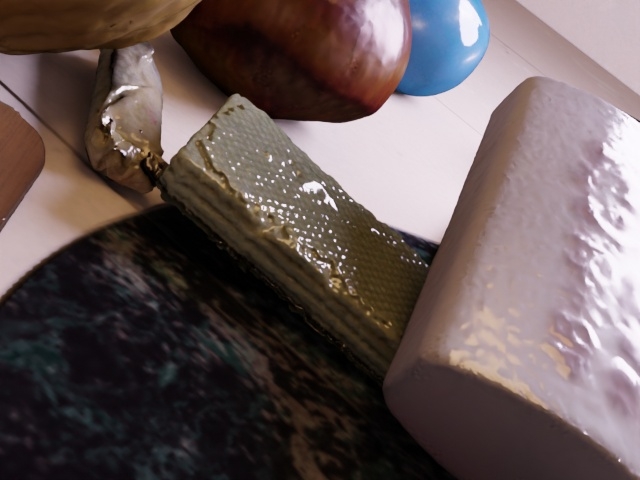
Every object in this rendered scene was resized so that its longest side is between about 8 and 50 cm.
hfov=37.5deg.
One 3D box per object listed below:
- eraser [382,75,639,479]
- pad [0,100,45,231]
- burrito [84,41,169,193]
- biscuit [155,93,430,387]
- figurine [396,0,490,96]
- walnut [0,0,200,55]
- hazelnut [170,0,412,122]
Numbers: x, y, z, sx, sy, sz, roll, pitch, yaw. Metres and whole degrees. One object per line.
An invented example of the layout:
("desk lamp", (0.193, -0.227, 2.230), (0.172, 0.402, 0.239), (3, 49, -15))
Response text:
("eraser", (0.153, 0.033, 0.574), (0.174, 0.095, 0.270), (36, 47, -8))
("pad", (-0.269, -0.057, 0.382), (0.284, 0.018, 0.286), (29, 26, -14))
("burrito", (-0.124, -0.089, 0.605), (0.051, 0.042, 0.171), (42, 23, -32))
("biscuit", (0.000, 0.000, 0.577), (0.199, 0.040, 0.121), (42, 25, -9))
("figurine", (0.012, -0.329, 1.006), (0.416, 0.298, 0.243), (23, 61, -22))
("walnut", (-0.169, -0.216, 0.553), (0.261, 0.225, 0.225), (-1, 29, 1))
("hazelnut", (-0.020, -0.185, 0.758), (0.204, 0.178, 0.178), (24, 26, -6))
